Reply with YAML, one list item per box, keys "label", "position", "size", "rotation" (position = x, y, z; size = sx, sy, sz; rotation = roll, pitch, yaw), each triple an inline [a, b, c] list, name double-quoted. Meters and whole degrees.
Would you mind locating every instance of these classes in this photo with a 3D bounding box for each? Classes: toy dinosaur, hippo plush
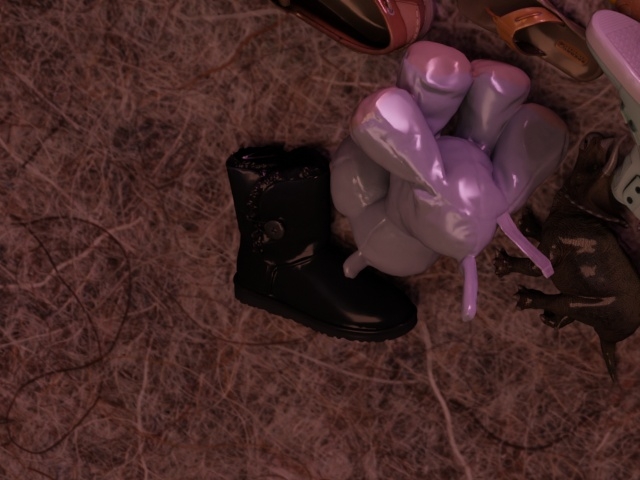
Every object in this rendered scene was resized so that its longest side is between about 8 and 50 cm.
- label: "toy dinosaur"
  position: [0.299, 0.042, 2.015]
  size: [0.160, 0.121, 0.314]
  rotation: [-2, 113, 39]
- label: "hippo plush"
  position: [0.137, -0.060, 2.006]
  size: [0.294, 0.234, 0.236]
  rotation: [62, 155, 5]

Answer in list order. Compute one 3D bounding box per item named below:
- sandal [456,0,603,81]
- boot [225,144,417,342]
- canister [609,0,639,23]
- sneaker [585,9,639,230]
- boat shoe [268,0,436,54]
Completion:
- label: "sandal"
  position: [0.228, -0.225, 1.934]
  size: [0.180, 0.049, 0.072]
  rotation: [33, 131, 1]
- label: "boot"
  position: [0.000, 0.000, 2.132]
  size: [0.246, 0.094, 0.207]
  rotation: [15, 126, 22]
- label: "canister"
  position: [0.394, -0.226, 1.851]
  size: [0.170, 0.073, 0.126]
  rotation: [48, 126, -5]
- label: "sneaker"
  position: [0.327, -0.109, 1.857]
  size: [0.256, 0.094, 0.151]
  rotation: [49, 133, -7]
- label: "boat shoe"
  position: [-0.025, -0.311, 1.955]
  size: [0.324, 0.116, 0.123]
  rotation: [31, 125, 5]
